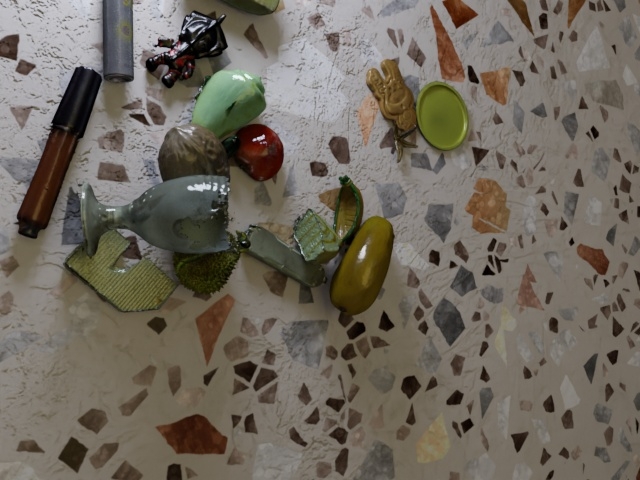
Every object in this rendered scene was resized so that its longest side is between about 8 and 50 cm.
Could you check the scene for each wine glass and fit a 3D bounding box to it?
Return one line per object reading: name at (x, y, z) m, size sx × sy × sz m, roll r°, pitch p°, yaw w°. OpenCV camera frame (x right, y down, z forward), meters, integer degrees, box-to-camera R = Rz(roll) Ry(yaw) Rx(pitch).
wine glass at (-0.361, -0.057, 1.478) m, size 0.357 × 0.190 × 0.190 m, roll -2°, pitch 86°, yaw -9°

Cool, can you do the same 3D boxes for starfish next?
starfish at (0.253, -0.327, 2.050) m, size 0.133 × 0.041 × 0.130 m, roll -47°, pitch 122°, yaw -24°

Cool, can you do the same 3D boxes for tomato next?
tomato at (-0.159, -0.246, 1.765) m, size 0.139 × 0.091 × 0.159 m, roll -45°, pitch 106°, yaw -28°

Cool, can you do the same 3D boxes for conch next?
conch at (-0.255, -0.363, 1.716) m, size 0.251 × 0.137 × 0.143 m, roll -30°, pitch 129°, yaw -11°

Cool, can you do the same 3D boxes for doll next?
doll at (-0.340, -0.508, 1.689) m, size 0.248 × 0.088 × 0.127 m, roll -51°, pitch 132°, yaw -15°

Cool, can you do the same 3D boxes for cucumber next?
cucumber at (-0.240, -0.246, 1.712) m, size 0.048 × 0.105 × 0.048 m, roll 11°, pitch 69°, yaw -32°

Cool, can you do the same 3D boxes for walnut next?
walnut at (-0.315, -0.191, 1.605) m, size 0.178 × 0.178 × 0.230 m, roll -48°, pitch 143°, yaw -26°

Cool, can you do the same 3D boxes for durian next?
durian at (-0.287, 0.041, 1.635) m, size 0.159 × 0.146 × 0.198 m, roll 35°, pitch 62°, yaw -7°

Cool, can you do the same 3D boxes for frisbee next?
frisbee at (0.407, -0.416, 2.171) m, size 0.236 × 0.017 × 0.235 m, roll 3°, pitch 84°, yaw -32°

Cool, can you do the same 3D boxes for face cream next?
face cream at (-0.498, -0.533, 1.593) m, size 0.073 × 0.073 × 0.283 m, roll 0°, pitch 85°, yaw -32°

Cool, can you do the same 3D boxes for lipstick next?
lipstick at (-0.605, -0.206, 1.497) m, size 0.077 × 0.077 × 0.418 m, roll 22°, pitch 76°, yaw -28°

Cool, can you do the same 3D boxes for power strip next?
power strip at (-0.098, 0.050, 1.800) m, size 0.286 × 0.048 × 0.080 m, roll 32°, pitch 72°, yaw -26°

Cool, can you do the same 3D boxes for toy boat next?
toy boat at (0.072, -0.075, 1.889) m, size 0.088 × 0.089 × 0.229 m, roll 4°, pitch 95°, yaw -46°

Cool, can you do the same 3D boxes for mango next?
mango at (0.128, 0.064, 1.854) m, size 0.142 × 0.195 × 0.331 m, roll 24°, pitch 69°, yaw -3°

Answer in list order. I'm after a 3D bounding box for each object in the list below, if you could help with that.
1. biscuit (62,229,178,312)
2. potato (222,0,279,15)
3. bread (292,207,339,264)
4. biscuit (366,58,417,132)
biscuit at (-0.479, 0.081, 1.564) m, size 0.250 × 0.046 × 0.147 m, roll 44°, pitch 64°, yaw -20°
potato at (-0.230, -0.711, 1.756) m, size 0.255 × 0.112 × 0.269 m, roll 47°, pitch 67°, yaw -23°
bread at (0.000, -0.004, 1.819) m, size 0.110 × 0.103 × 0.156 m, roll 14°, pitch 47°, yaw -41°
biscuit at (0.235, -0.455, 2.062) m, size 0.144 × 0.040 × 0.236 m, roll -36°, pitch 102°, yaw -23°
